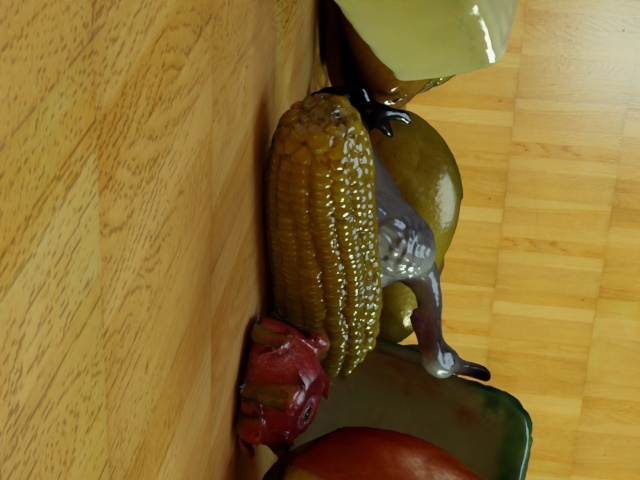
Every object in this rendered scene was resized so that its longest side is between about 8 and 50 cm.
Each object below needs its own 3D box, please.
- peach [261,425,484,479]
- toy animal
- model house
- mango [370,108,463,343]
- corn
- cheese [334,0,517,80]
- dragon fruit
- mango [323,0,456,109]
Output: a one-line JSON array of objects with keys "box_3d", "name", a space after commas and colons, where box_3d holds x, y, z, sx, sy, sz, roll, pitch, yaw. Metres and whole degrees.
[{"box_3d": [0.067, 0.326, 1.168, 0.306, 0.242, 0.380, -63, 150, -19], "name": "peach"}, {"box_3d": [0.065, 0.002, 1.317, 0.195, 0.090, 0.324, -19, 86, -54], "name": "toy animal"}, {"box_3d": [0.086, 0.270, 1.515, 0.280, 0.245, 0.312, 24, 81, -80], "name": "model house"}, {"box_3d": [0.072, -0.017, 1.581, 0.130, 0.167, 0.261, -25, 125, -67], "name": "mango"}, {"box_3d": [0.001, 0.004, 1.160, 0.313, 0.102, 0.102, 83, 13, -52], "name": "corn"}, {"box_3d": [0.077, -0.302, 1.126, 0.242, 0.124, 0.265, 43, 47, -46], "name": "cheese"}, {"box_3d": [-0.027, 0.118, 1.127, 0.126, 0.068, 0.112, -55, 153, -78], "name": "dragon fruit"}, {"box_3d": [0.080, -0.244, 1.402, 0.287, 0.153, 0.201, 90, 5, -50], "name": "mango"}]
